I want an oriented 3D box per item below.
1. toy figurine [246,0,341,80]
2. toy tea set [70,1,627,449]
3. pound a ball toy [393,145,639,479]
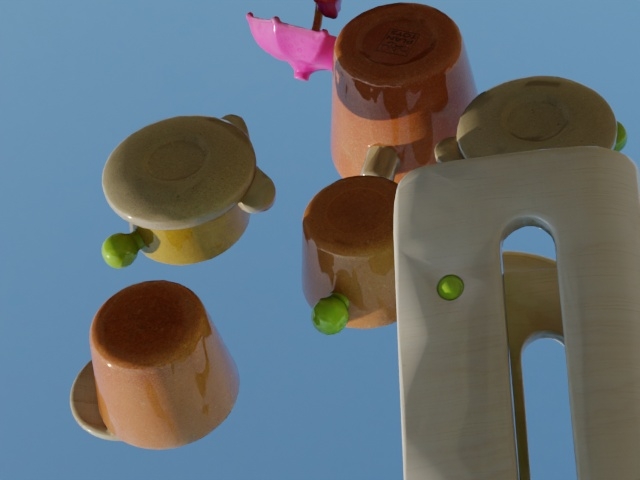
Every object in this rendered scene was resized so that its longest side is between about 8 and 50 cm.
[{"bbox_3d":[0.003,-0.183,1.018,0.130,0.173,0.159,6,-123,-20],"label":"toy figurine"},{"bbox_3d":[0.000,0.000,0.910,0.336,0.124,0.200,-28,-132,-16],"label":"toy tea set"},{"bbox_3d":[0.116,0.106,0.747,0.135,0.208,0.319,-5,-119,9],"label":"pound a ball toy"}]
